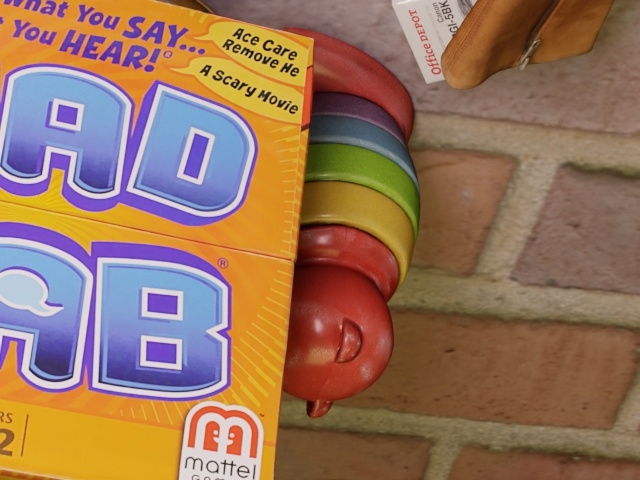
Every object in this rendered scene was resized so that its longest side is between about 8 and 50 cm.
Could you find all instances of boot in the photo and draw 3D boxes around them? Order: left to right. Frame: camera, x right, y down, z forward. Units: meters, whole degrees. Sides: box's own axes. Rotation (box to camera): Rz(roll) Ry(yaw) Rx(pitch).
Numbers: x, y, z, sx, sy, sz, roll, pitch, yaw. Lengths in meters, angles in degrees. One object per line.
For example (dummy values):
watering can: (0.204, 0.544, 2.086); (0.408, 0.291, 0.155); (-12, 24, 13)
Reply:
boot: (0.236, -0.225, 1.364); (0.264, 0.096, 0.280); (-22, 150, -30)

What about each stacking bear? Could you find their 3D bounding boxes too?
stacking bear: (0.000, 0.000, 1.542); (0.164, 0.289, 0.175); (15, 138, -17)

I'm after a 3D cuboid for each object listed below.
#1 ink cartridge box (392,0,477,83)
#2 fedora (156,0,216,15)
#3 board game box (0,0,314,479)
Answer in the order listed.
ink cartridge box: (0.131, -0.186, 1.498); (0.135, 0.056, 0.099); (-13, 140, 15)
fedora: (-0.168, -0.132, 1.550); (0.194, 0.079, 0.194); (0, 140, 0)
board game box: (-0.238, 0.043, 1.400); (0.356, 0.356, 0.356); (12, 155, -15)
